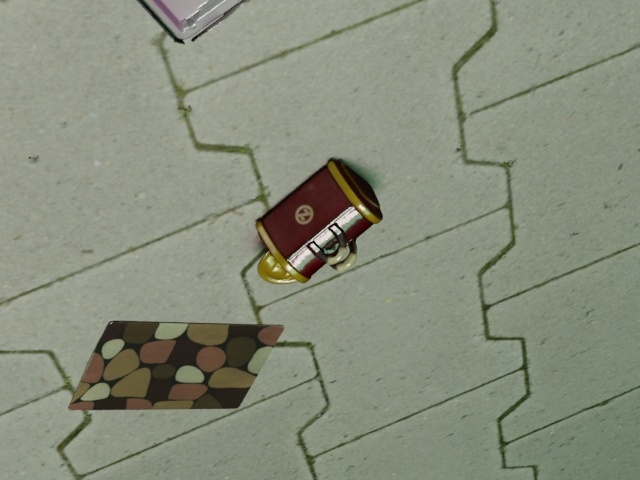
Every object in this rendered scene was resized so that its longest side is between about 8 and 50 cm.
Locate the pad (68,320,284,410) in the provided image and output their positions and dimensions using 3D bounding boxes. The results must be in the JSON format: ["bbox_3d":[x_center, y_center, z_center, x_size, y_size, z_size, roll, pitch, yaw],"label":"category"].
[{"bbox_3d":[-0.173,0.154,1.569,0.235,0.003,0.158,5,131,-32],"label":"pad"}]

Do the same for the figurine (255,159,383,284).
[{"bbox_3d":[-0.001,0.000,1.425,0.154,0.098,0.082,-41,142,13],"label":"figurine"}]

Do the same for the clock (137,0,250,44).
[{"bbox_3d":[-0.118,-0.274,1.080,0.145,0.073,0.193,-34,140,8],"label":"clock"}]
